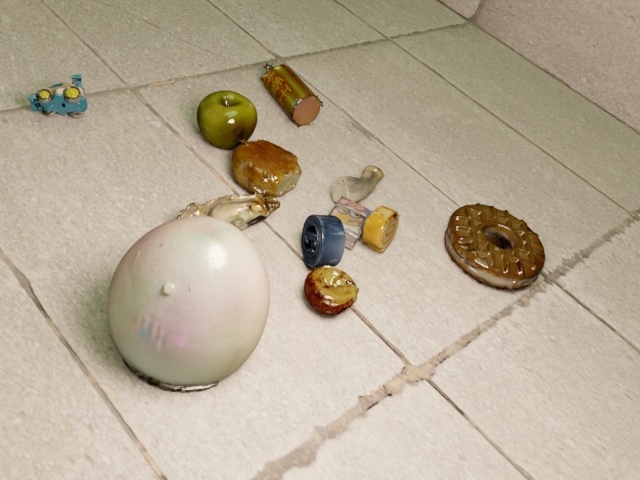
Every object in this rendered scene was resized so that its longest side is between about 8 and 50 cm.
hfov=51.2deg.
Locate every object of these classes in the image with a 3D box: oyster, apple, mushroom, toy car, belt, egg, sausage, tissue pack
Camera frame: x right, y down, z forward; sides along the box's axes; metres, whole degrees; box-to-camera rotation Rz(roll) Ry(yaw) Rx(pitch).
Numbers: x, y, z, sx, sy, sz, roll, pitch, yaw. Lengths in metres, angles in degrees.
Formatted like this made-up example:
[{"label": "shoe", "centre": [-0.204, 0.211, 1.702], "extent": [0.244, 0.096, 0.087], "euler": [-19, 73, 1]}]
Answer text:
[{"label": "oyster", "centre": [-0.251, -0.061, 1.848], "extent": [0.345, 0.078, 0.128], "euler": [-21, 76, -40]}, {"label": "apple", "centre": [-0.294, -0.378, 2.102], "extent": [0.196, 0.157, 0.196], "euler": [12, 40, -10]}, {"label": "mushroom", "centre": [0.127, -0.176, 2.116], "extent": [0.223, 0.081, 0.092], "euler": [-29, 80, -45]}, {"label": "toy car", "centre": [-0.774, -0.430, 1.979], "extent": [0.161, 0.126, 0.098], "euler": [-1, 72, -13]}, {"label": "belt", "centre": [0.000, 0.000, 1.805], "extent": [0.082, 0.141, 0.190], "euler": [4, 5, -19]}, {"label": "egg", "centre": [-0.274, 0.095, 1.460], "extent": [0.354, 0.340, 0.354], "euler": [13, 41, -11]}, {"label": "sausage", "centre": [-0.117, -0.548, 2.384], "extent": [0.317, 0.125, 0.117], "euler": [54, 9, 32]}, {"label": "tissue pack", "centre": [0.077, -0.055, 1.972], "extent": [0.115, 0.065, 0.155], "euler": [28, 42, 7]}]

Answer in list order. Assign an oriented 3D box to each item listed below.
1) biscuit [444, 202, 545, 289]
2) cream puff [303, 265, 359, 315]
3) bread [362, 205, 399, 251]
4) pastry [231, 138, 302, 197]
[{"label": "biscuit", "centre": [0.535, 0.014, 2.057], "extent": [0.332, 0.103, 0.332], "euler": [11, 43, -10]}, {"label": "cream puff", "centre": [0.025, 0.135, 1.730], "extent": [0.149, 0.084, 0.149], "euler": [15, 40, -13]}, {"label": "bread", "centre": [0.180, -0.031, 1.947], "extent": [0.073, 0.122, 0.149], "euler": [21, 33, 20]}, {"label": "pastry", "centre": [-0.165, -0.215, 2.022], "extent": [0.218, 0.100, 0.229], "euler": [16, 36, -11]}]
